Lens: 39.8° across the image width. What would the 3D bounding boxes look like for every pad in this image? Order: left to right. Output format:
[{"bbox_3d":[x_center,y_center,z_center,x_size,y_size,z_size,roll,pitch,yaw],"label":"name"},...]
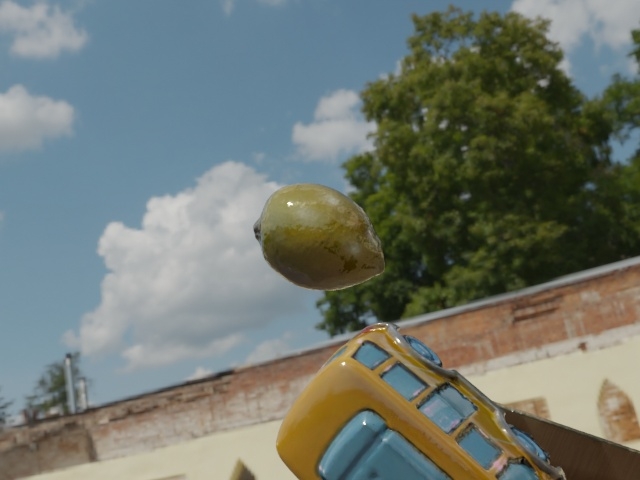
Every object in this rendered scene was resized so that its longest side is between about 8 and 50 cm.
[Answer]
[{"bbox_3d":[0.247,0.332,1.029,0.284,0.286,0.018,18,26,4],"label":"pad"}]

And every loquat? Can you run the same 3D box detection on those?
[{"bbox_3d":[0.000,0.000,1.224,0.195,0.152,0.152,15,-12,12],"label":"loquat"}]

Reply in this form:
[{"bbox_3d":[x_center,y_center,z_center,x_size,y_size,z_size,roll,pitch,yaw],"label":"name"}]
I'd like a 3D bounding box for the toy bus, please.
[{"bbox_3d":[0.068,0.163,0.636,0.126,0.209,0.136,-53,-17,12],"label":"toy bus"}]
